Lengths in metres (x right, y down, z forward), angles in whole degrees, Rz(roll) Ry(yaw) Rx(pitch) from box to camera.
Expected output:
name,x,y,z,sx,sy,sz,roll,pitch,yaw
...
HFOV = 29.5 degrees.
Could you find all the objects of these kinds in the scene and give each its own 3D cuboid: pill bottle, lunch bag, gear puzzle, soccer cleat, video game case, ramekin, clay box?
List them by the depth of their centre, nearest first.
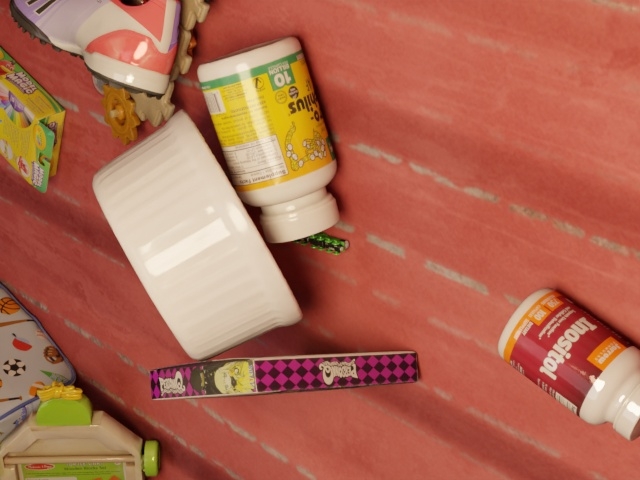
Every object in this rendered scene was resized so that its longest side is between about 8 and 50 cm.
name,x,y,z,sx,sy,sz,roll,pitch,yaw
pill bottle,0.251,0.119,1.156,0.152,0.086,0.086,37,135,28
pill bottle,-0.050,-0.108,1.333,0.117,0.117,0.208,-4,108,49
ramekin,-0.144,0.003,1.386,0.277,0.135,0.277,59,175,8
video game case,-0.042,0.154,1.390,0.210,0.232,0.042,-12,80,50
soccer cleat,-0.266,-0.268,1.450,0.318,0.108,0.116,33,106,45
gear puzzle,-0.206,-0.240,1.491,0.175,0.044,0.339,53,140,23
clay box,-0.446,-0.183,1.781,0.222,0.053,0.127,42,137,22
lunch bag,-0.566,0.203,1.984,0.303,0.243,0.115,41,135,24

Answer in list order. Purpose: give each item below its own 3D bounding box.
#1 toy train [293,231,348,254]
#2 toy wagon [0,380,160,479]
name,x,y,z,sx,sy,sz,roll,pitch,yaw
toy train,0.000,0.000,1.415,0.083,0.023,0.017,16,117,43
toy wagon,-0.381,0.351,1.885,0.068,0.267,0.344,-94,4,-61
